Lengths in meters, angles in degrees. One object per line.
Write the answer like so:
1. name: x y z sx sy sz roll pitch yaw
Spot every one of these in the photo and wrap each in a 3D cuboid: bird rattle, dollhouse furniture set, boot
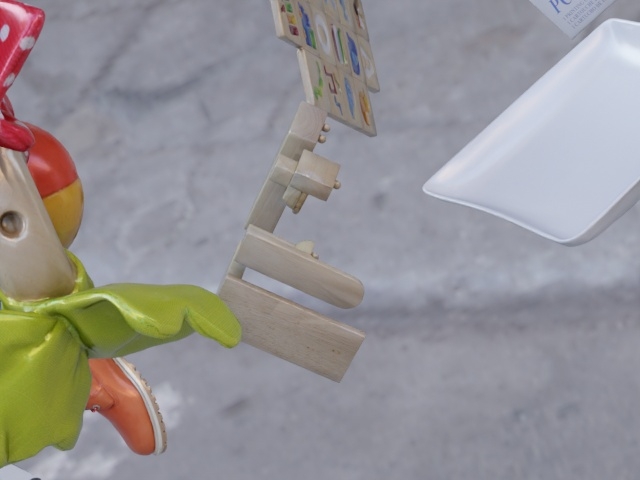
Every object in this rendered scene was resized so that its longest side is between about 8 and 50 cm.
1. bird rattle: -0.166 -0.020 0.971 0.143 0.253 0.207 -33 14 -8
2. dollhouse furniture set: 0.000 0.000 1.618 0.123 0.144 0.151 24 38 -4
3. boot: -0.188 0.119 1.561 0.084 0.158 0.059 -36 6 -24

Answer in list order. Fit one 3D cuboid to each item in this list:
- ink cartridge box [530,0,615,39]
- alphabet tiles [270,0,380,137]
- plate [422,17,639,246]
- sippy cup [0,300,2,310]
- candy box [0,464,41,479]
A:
1. ink cartridge box: 0.161 -0.171 0.770 0.097 0.046 0.207 -53 7 -39
2. alphabet tiles: -0.004 -0.255 1.956 0.011 0.285 0.342 -14 -8 15
3. plate: 0.267 -0.099 1.860 0.277 0.045 0.278 -41 26 -13
4. sippy cup: -0.409 0.117 1.765 0.224 0.305 0.240 9 58 -1
5. candy box: -0.323 0.186 1.438 0.164 0.070 0.196 24 8 12
